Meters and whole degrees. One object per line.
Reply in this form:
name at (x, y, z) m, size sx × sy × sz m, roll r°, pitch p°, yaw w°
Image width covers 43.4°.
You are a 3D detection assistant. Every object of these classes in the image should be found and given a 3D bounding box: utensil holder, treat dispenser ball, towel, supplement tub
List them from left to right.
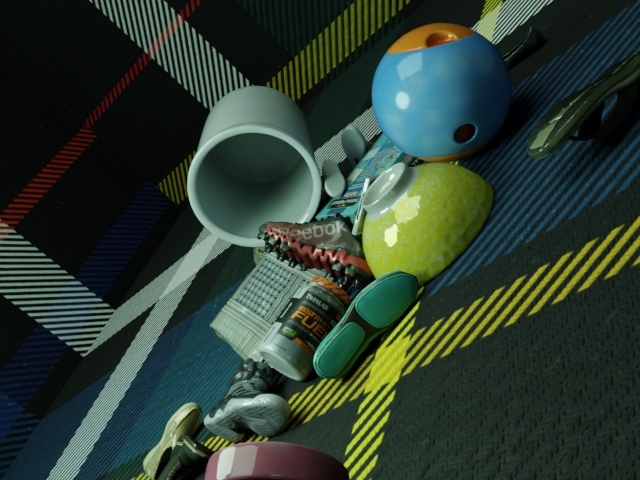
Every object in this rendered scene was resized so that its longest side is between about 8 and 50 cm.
utensil holder at (-0.170, -0.214, 2.133) m, size 0.327 × 0.328 × 0.385 m, roll -42°, pitch 22°, yaw 18°
towel at (-0.093, 0.131, 1.809) m, size 0.312 × 0.056 × 0.324 m, roll -50°, pitch 34°, yaw -8°
supplement tub at (-0.028, 0.171, 1.589) m, size 0.190 × 0.117 × 0.117 m, roll -55°, pitch 18°, yaw -20°
treat dispenser ball at (0.251, -0.305, 1.681) m, size 0.288 × 0.288 × 0.288 m, roll -43°, pitch 17°, yaw 16°

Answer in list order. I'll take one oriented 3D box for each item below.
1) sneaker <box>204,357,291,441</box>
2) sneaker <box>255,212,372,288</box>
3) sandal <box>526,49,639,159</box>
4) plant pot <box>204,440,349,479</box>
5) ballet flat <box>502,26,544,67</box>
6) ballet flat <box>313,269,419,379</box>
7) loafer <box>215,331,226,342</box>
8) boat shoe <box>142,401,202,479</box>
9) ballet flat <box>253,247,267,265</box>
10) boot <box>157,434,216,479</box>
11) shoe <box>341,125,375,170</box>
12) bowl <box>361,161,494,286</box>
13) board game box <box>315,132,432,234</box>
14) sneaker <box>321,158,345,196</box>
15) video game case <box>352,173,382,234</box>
sneaker at (-0.125, 0.297, 1.565) m, size 0.269 × 0.101 × 0.153 m, roll -31°, pitch 26°, yaw 52°
sneaker at (0.000, 0.000, 1.700) m, size 0.276 × 0.097 × 0.135 m, roll 18°, pitch 66°, yaw 23°
sandal at (0.468, -0.221, 1.316) m, size 0.303 × 0.086 × 0.120 m, roll -36°, pitch 8°, yaw -13°
plant pot at (-0.065, 0.392, 1.075) m, size 0.201 × 0.201 × 0.180 m, roll -35°, pitch 36°, yaw 38°
ballet flat at (0.453, -0.446, 1.911) m, size 0.173 × 0.049 × 0.057 m, roll -33°, pitch 21°, yaw 40°
ballet flat at (0.076, 0.147, 1.457) m, size 0.247 × 0.083 × 0.087 m, roll -47°, pitch 2°, yaw -4°
loafer at (-0.239, 0.219, 2.122) m, size 0.050 × 0.056 × 0.148 m, roll -49°, pitch 15°, yaw 17°
boat shoe at (-0.320, 0.453, 1.794) m, size 0.190 × 0.068 × 0.072 m, roll -59°, pitch 29°, yaw -2°
ballet flat at (-0.136, -0.067, 2.379) m, size 0.182 × 0.164 × 0.482 m, roll -55°, pitch 14°, yaw 27°
boot at (-0.282, 0.474, 1.639) m, size 0.137 × 0.077 × 0.198 m, roll -59°, pitch 6°, yaw -20°
shoe at (0.111, -0.242, 2.115) m, size 0.064 × 0.178 × 0.081 m, roll 6°, pitch 45°, yaw 33°
bowl at (0.171, -0.056, 1.542) m, size 0.289 × 0.156 × 0.289 m, roll -43°, pitch 16°, yaw 16°
board game box at (0.157, -0.161, 1.950) m, size 0.336 × 0.079 × 0.254 m, roll -52°, pitch 15°, yaw -13°
sneaker at (0.029, -0.137, 2.013) m, size 0.134 × 0.051 × 0.070 m, roll -103°, pitch 15°, yaw -46°
video game case at (0.103, -0.074, 1.624) m, size 0.087 × 0.011 × 0.122 m, roll -17°, pitch -53°, yaw -54°
